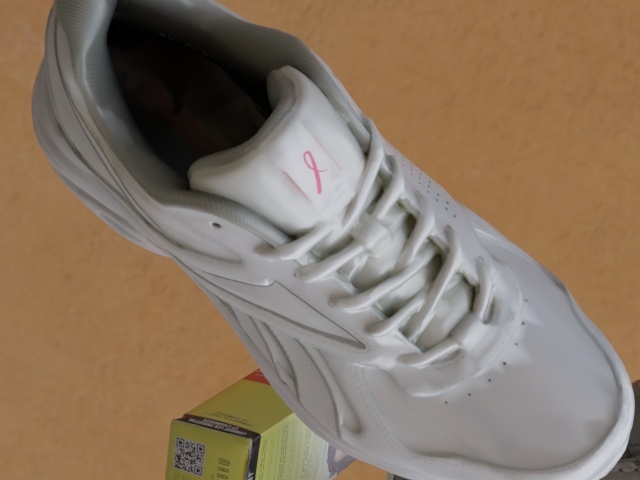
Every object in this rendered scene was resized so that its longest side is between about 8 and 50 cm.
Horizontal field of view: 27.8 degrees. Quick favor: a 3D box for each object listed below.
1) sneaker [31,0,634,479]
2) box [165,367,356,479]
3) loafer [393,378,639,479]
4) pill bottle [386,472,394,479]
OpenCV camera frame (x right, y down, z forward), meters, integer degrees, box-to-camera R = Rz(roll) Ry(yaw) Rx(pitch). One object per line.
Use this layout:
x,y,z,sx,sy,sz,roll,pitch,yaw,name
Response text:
0.000,0.000,0.393,0.090,0.232,0.115,-54,177,-11,sneaker
-0.023,0.129,0.876,0.232,0.058,0.087,-25,125,-62,box
0.198,0.106,0.677,0.112,0.320,0.111,-61,151,-77,loafer
0.146,0.227,0.902,0.160,0.160,0.283,-58,146,-23,pill bottle
